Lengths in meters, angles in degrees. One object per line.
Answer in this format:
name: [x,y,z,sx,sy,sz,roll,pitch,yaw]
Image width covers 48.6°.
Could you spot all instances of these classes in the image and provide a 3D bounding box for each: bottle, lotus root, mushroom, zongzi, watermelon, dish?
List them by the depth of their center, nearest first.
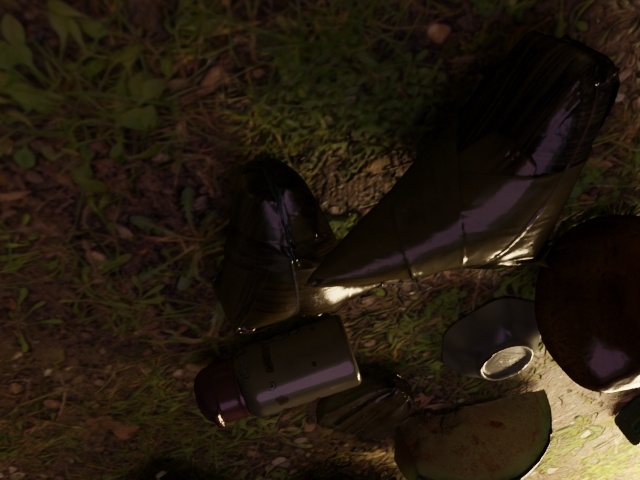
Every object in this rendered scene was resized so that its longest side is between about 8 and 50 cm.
zongzi: [0.145,-0.074,0.766,0.317,0.154,0.289,-15,135,-27]
zongzi: [0.000,0.000,0.855,0.242,0.112,0.221,-7,135,-24]
bottle: [-0.065,0.192,1.019,0.233,0.110,0.110,-19,137,-1]
mushroom: [0.412,0.092,1.040,0.254,0.267,0.267,-13,147,39]
dish: [0.295,0.178,1.165,0.190,0.066,0.191,-10,136,-10]
lotus root: [0.084,0.262,1.171,0.143,0.070,0.144,32,121,-33]
watermelon: [0.301,0.385,1.328,0.305,0.224,0.180,-11,91,-12]

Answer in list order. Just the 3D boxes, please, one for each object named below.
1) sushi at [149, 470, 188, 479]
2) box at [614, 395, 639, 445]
sushi: [-0.268,0.472,1.265,0.192,0.051,0.215,-40,128,16]
box: [0.690,0.382,1.512,0.054,0.074,0.099,0,134,-35]
